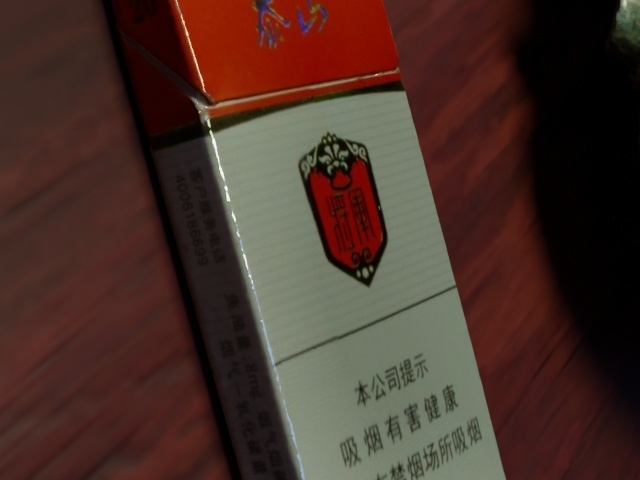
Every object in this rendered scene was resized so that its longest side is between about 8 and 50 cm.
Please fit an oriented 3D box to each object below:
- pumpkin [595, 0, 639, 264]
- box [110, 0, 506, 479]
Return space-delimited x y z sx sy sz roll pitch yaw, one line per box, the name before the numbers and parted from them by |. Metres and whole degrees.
pumpkin | 0.265 -0.074 0.820 0.197 0.263 0.293 108 -4 -80
box | 0.000 0.000 0.602 0.139 0.035 0.245 -17 94 -53
